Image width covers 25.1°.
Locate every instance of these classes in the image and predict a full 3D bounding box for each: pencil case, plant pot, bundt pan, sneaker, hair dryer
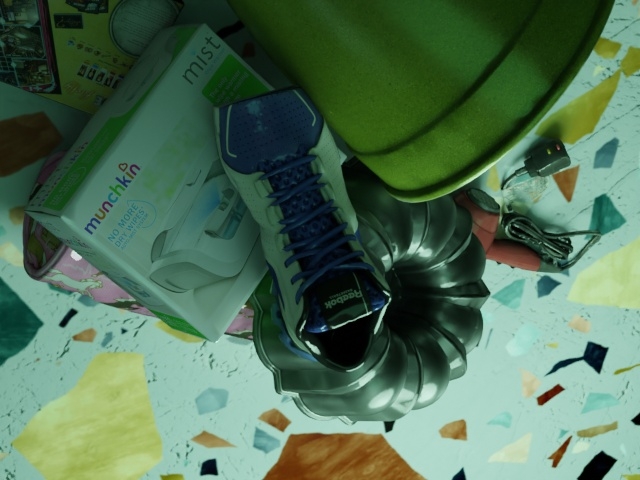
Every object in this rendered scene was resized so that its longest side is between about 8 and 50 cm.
[{"bbox_3d":[-0.158,0.015,1.721,0.386,0.160,0.167,19,155,-29],"label":"pencil case"},{"bbox_3d":[0.059,-0.288,1.516,0.353,0.366,0.366,36,105,-21],"label":"plant pot"},{"bbox_3d":[0.080,0.064,1.701,0.331,0.124,0.331,-5,97,-42],"label":"bundt pan"},{"bbox_3d":[0.000,0.001,1.459,0.127,0.182,0.315,-20,109,-12],"label":"sneaker"},{"bbox_3d":[0.236,0.016,1.909,0.293,0.080,0.223,-27,127,-2],"label":"hair dryer"}]

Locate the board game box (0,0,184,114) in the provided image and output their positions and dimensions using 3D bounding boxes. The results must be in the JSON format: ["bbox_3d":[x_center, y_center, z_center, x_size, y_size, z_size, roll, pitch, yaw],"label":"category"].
[{"bbox_3d":[-0.295,-0.241,1.575,0.243,0.042,0.165,20,113,-29],"label":"board game box"}]

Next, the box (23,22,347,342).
[{"bbox_3d":[-0.146,-0.064,1.565,0.231,0.127,0.262,43,74,-26],"label":"box"}]
